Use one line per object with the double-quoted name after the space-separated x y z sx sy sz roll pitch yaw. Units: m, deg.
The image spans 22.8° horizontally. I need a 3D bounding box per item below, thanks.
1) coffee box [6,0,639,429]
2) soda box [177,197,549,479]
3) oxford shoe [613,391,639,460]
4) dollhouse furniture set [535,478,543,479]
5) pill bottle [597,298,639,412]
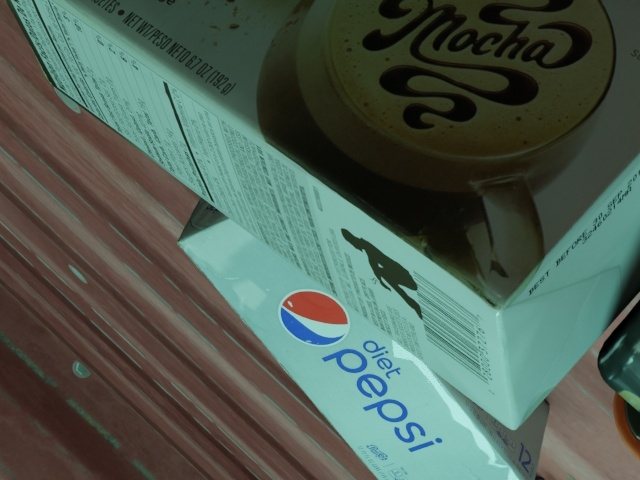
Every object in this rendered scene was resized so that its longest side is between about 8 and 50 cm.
0.019 -0.082 0.685 0.297 0.168 0.119 37 162 26 "coffee box"
0.037 0.060 1.065 0.098 0.091 0.286 -24 116 32 "soda box"
0.277 0.141 0.796 0.271 0.097 0.098 39 -177 31 "oxford shoe"
0.169 0.266 1.326 0.184 0.129 0.129 -28 110 42 "dollhouse furniture set"
0.232 0.078 0.650 0.219 0.123 0.123 41 163 8 "pill bottle"
